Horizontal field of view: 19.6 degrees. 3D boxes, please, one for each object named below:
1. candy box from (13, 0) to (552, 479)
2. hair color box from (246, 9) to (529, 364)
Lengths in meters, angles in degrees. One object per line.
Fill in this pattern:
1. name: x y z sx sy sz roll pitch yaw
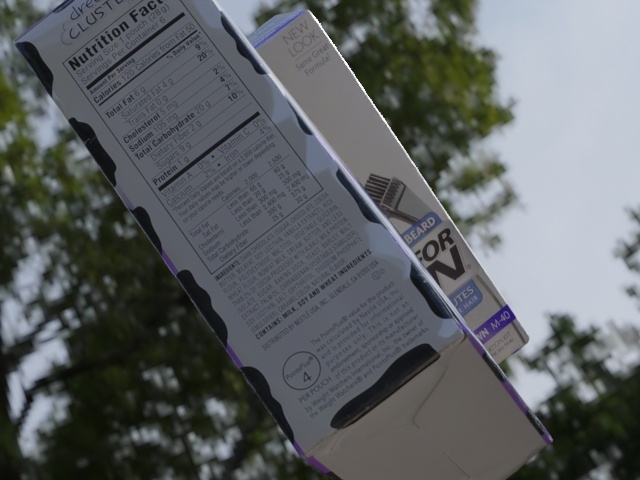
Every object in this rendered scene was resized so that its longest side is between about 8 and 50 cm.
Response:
1. candy box: -0.010 0.004 0.690 0.070 0.196 0.165 -38 -25 2
2. hair color box: 0.000 0.000 1.535 0.185 0.110 0.339 -38 -78 -12
